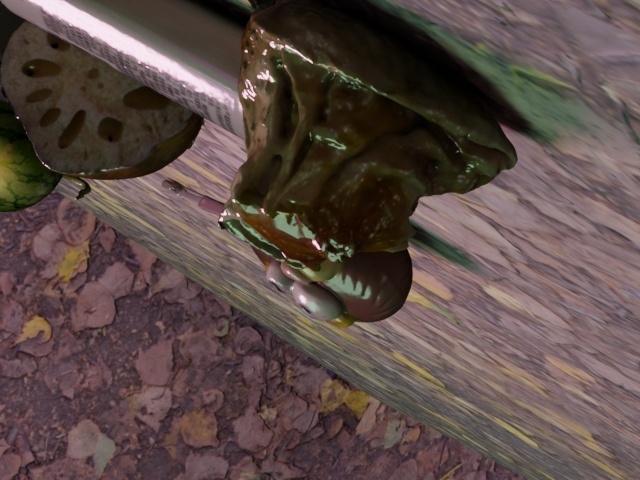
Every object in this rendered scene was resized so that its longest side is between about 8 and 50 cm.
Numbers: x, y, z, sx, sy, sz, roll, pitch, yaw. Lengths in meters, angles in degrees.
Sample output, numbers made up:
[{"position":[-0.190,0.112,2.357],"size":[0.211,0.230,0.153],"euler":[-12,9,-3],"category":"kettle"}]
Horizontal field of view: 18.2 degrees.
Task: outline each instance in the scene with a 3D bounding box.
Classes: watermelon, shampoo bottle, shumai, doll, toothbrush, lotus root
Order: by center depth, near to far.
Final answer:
[{"position":[0.006,-0.041,0.944],"size":[0.145,0.116,0.145],"euler":[31,178,1],"category":"shumai"},{"position":[-0.077,-0.107,1.113],"size":[0.227,0.056,0.086],"euler":[29,172,19],"category":"shampoo bottle"},{"position":[-0.123,-0.094,1.209],"size":[0.122,0.112,0.081],"euler":[62,-167,14],"category":"lotus root"},{"position":[-0.008,-0.004,1.487],"size":[0.145,0.096,0.188],"euler":[16,156,41],"category":"doll"},{"position":[-0.326,-0.093,2.118],"size":[0.187,0.141,0.141],"euler":[31,176,-39],"category":"watermelon"},{"position":[-0.116,-0.037,2.124],"size":[0.017,0.014,0.194],"euler":[37,172,-38],"category":"toothbrush"}]

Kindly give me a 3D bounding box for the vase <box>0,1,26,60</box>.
[{"position":[-0.257,-0.187,1.285],"size":[0.214,0.086,0.086],"euler":[32,177,45],"category":"vase"}]

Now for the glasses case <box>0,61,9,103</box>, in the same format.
[{"position":[-0.239,-0.152,1.477],"size":[0.122,0.075,0.314],"euler":[30,174,-7],"category":"glasses case"}]

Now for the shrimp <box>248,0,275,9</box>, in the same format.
[{"position":[-0.083,-0.153,0.898],"size":[0.148,0.035,0.195],"euler":[32,173,-29],"category":"shrimp"}]
